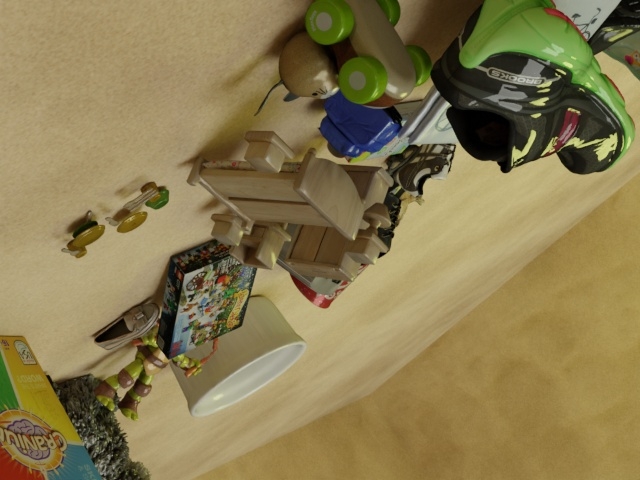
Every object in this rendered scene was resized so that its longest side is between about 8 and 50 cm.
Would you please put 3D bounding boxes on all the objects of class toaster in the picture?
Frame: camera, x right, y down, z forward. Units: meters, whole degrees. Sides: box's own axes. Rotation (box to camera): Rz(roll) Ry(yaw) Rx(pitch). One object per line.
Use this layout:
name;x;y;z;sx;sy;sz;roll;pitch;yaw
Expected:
toaster;0.000;0.000;1.761;0.186;0.110;0.168;-53;162;1

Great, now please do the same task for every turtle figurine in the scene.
turtle figurine;-0.317;0.217;1.912;0.217;0.087;0.269;-48;152;-2

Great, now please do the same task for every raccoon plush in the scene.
raccoon plush;-0.453;0.420;1.861;0.216;0.299;0.446;-35;164;9

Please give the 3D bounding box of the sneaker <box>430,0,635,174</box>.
sneaker;0.274;-0.188;1.386;0.202;0.185;0.483;-39;151;15

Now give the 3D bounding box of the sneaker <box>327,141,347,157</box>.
sneaker;0.060;-0.176;1.575;0.119;0.047;0.057;-40;-175;24

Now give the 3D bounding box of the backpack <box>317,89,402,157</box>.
backpack;0.055;-0.170;1.470;0.101;0.098;0.120;-39;173;15

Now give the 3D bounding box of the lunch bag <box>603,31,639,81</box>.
lunch bag;0.667;-0.403;1.869;0.223;0.160;0.262;-6;138;-53

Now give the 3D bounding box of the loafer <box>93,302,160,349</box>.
loafer;-0.328;0.146;1.766;0.125;0.045;0.039;-34;158;13

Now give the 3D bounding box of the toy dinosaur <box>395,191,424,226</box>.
toy dinosaur;0.154;-0.071;2.078;0.092;0.053;0.183;-54;167;14

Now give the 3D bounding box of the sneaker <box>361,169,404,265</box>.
sneaker;0.129;-0.051;1.925;0.222;0.118;0.083;-36;164;11

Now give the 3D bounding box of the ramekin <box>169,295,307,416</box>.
ramekin;-0.178;0.234;2.151;0.277;0.135;0.277;-31;165;-10

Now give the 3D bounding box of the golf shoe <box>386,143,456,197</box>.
golf shoe;0.212;-0.157;1.824;0.198;0.094;0.077;-43;161;27

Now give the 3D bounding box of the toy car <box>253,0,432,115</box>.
toy car;0.008;-0.197;1.238;0.188;0.149;0.155;-30;179;33

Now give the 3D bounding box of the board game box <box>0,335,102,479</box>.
board game box;-0.431;0.279;1.448;0.064;0.316;0.242;-36;165;12

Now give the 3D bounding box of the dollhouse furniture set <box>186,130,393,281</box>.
dollhouse furniture set;-0.064;-0.102;1.447;0.355;0.303;0.174;43;61;-47

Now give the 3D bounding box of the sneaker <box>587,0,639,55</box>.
sneaker;0.452;-0.358;1.714;0.286;0.109;0.130;-26;174;-2

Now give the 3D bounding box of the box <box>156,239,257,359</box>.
box;-0.189;0.091;1.768;0.159;0.044;0.233;-23;148;-32

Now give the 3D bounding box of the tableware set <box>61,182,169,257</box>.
tableware set;-0.273;-0.028;1.388;0.154;0.024;0.104;-35;168;3

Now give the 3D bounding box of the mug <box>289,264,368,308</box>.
mug;0.029;0.038;2.023;0.169;0.113;0.150;-42;164;18

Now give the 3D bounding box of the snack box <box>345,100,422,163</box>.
snack box;0.108;-0.174;1.664;0.141;0.037;0.100;-16;158;-48

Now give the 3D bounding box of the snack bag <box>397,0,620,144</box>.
snack bag;0.291;-0.272;1.505;0.323;0.037;0.342;-10;143;-54
